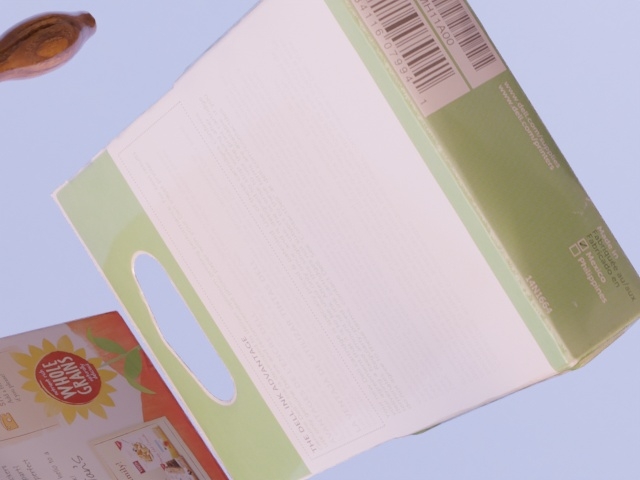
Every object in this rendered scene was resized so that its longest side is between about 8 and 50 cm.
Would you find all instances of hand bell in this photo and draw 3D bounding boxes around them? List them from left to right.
[{"bbox_3d":[-0.224,-0.103,1.105,0.126,0.126,0.242,43,-141,8],"label":"hand bell"}]

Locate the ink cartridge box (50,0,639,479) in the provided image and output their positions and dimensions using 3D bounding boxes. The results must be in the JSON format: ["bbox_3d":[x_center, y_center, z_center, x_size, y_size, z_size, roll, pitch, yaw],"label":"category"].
[{"bbox_3d":[0.000,0.000,0.699,0.056,0.235,0.171,-32,-91,-35],"label":"ink cartridge box"}]

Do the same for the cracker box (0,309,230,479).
[{"bbox_3d":[-0.155,0.129,0.785,0.232,0.067,0.155,-12,-123,-42],"label":"cracker box"}]
